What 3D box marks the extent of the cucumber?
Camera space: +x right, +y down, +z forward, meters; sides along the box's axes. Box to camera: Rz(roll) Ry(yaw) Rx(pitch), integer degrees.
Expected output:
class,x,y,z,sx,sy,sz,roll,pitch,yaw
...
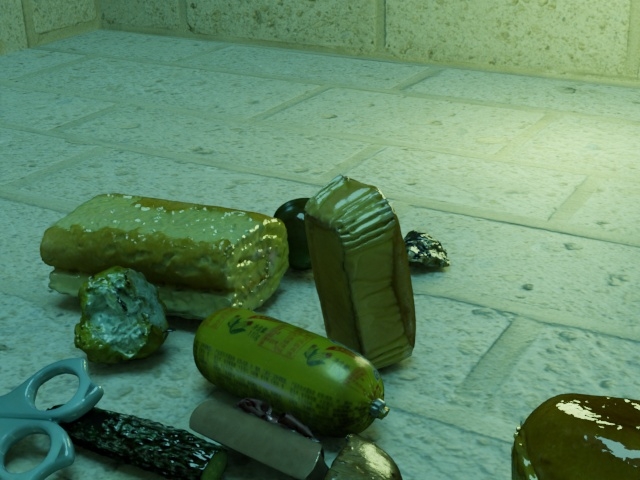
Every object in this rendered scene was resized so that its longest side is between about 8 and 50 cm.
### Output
class,x,y,z,sx,sy,sz,roll,pitch,yaw
cucumber,-0.253,0.254,1.241,0.293,0.068,0.067,11,26,28

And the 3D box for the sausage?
class,x,y,z,sx,sy,sz,roll,pitch,yaw
sausage,-0.049,0.178,1.329,0.347,0.123,0.123,16,29,36

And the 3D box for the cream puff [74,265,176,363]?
class,x,y,z,sx,sy,sz,roll,pitch,yaw
cream puff,-0.311,0.121,1.476,0.156,0.156,0.121,-2,-7,-2

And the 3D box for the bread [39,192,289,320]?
class,x,y,z,sx,sy,sz,roll,pitch,yaw
bread,-0.262,0.022,1.651,0.375,0.165,0.236,6,22,21

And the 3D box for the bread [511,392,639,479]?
class,x,y,z,sx,sy,sz,roll,pitch,yaw
bread,0.401,0.266,1.029,0.388,0.183,0.236,2,21,7

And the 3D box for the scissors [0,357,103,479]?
class,x,y,z,sx,sy,sz,roll,pitch,yaw
scissors,-0.460,0.238,1.289,0.360,0.029,0.191,-3,51,24

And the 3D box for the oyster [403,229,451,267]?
class,x,y,z,sx,sy,sz,roll,pitch,yaw
oyster,0.185,0.011,1.793,0.103,0.051,0.148,-1,12,-16

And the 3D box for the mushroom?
class,x,y,z,sx,sy,sz,roll,pitch,yaw
mushroom,0.047,0.295,1.121,0.094,0.072,0.210,17,28,18

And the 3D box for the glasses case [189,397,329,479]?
class,x,y,z,sx,sy,sz,roll,pitch,yaw
glasses case,-0.057,0.248,1.210,0.193,0.102,0.070,16,73,34

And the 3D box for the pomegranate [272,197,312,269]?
class,x,y,z,sx,sy,sz,roll,pitch,yaw
pomegranate,0.000,0.000,1.755,0.191,0.131,0.152,19,16,-8

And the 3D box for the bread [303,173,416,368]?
class,x,y,z,sx,sy,sz,roll,pitch,yaw
bread,0.058,0.053,1.421,0.119,0.288,0.152,-25,30,-24
